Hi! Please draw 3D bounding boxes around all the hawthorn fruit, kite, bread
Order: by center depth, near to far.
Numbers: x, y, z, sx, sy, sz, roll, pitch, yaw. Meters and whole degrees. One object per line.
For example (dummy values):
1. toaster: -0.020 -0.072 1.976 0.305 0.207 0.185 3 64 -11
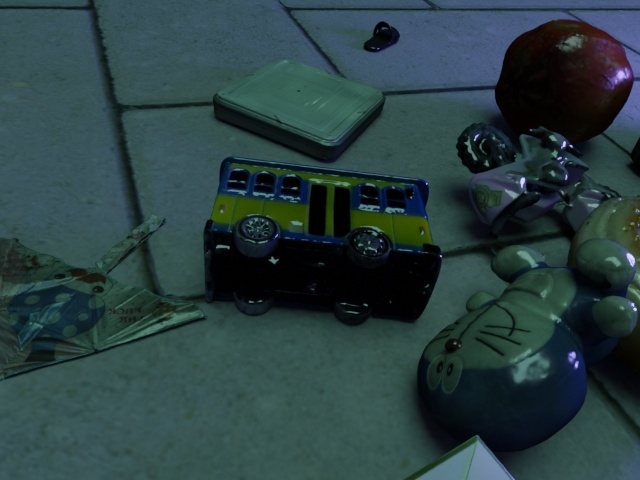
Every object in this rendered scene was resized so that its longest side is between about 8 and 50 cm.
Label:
1. kite: -0.303 0.052 0.691 0.336 0.011 0.314 19 43 9
2. bread: 0.471 0.070 0.715 0.306 0.158 0.305 3 42 -3
3. hawthorn fruit: 0.512 -0.321 1.083 0.301 0.254 0.254 -16 48 -16

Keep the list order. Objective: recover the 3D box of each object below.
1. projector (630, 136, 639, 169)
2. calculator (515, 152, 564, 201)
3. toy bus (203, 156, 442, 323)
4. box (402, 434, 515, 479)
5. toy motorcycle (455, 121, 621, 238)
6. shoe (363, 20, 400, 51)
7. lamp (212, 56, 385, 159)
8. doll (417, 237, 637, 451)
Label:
1. projector: 0.883 -0.169 0.998 0.395 0.242 0.405 -17 47 -25
2. calculator: 0.397 -0.121 1.012 0.095 0.021 0.153 -20 47 -29
3. toy bus: 0.000 0.000 0.714 0.288 0.138 0.175 6 43 -4
4. box: 0.098 0.294 0.401 0.178 0.148 0.195 -17 48 -30
5. toy motorcycle: 0.362 -0.067 0.872 0.327 0.143 0.188 26 51 -5
6. shoe: 0.163 -0.538 1.406 0.062 0.053 0.159 23 46 20
7. lamp: -0.035 -0.274 1.077 0.269 0.047 0.266 24 42 15
8. doll: 0.220 0.113 0.603 0.259 0.154 0.228 -30 11 -23
